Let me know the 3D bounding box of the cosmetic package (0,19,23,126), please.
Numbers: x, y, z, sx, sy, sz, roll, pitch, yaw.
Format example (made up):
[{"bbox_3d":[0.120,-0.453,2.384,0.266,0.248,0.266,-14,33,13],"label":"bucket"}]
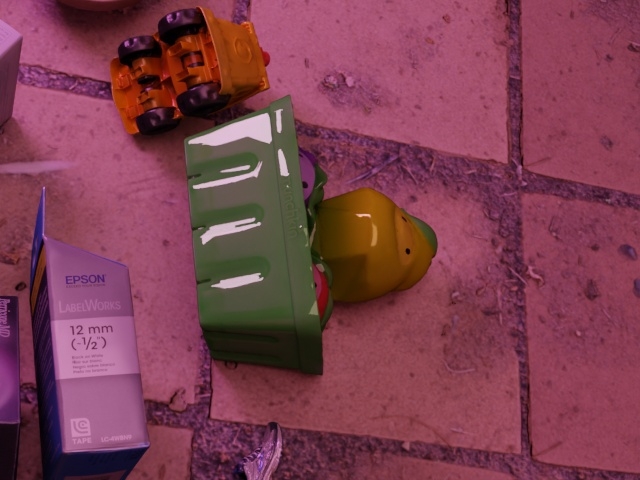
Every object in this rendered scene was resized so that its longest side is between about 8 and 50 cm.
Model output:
[{"bbox_3d":[-0.538,-0.191,1.641,0.138,0.224,0.224,36,61,0],"label":"cosmetic package"}]

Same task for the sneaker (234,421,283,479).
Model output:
[{"bbox_3d":[-0.089,0.314,1.663,0.058,0.052,0.135,17,62,-6],"label":"sneaker"}]

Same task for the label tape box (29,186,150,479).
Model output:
[{"bbox_3d":[-0.311,0.136,1.554,0.115,0.249,0.347,-1,67,-18],"label":"label tape box"}]

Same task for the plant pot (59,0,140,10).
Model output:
[{"bbox_3d":[-0.366,-0.448,1.881,0.237,0.110,0.237,7,65,-16],"label":"plant pot"}]

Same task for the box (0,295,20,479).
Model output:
[{"bbox_3d":[-0.514,0.197,1.424,0.294,0.182,0.296,5,25,-18],"label":"box"}]

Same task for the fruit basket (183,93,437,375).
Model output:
[{"bbox_3d":[0.000,0.000,1.732,0.392,0.283,0.392,0,68,1],"label":"fruit basket"}]

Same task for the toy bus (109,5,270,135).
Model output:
[{"bbox_3d":[-0.183,-0.255,1.831,0.211,0.220,0.149,-8,80,-54],"label":"toy bus"}]
